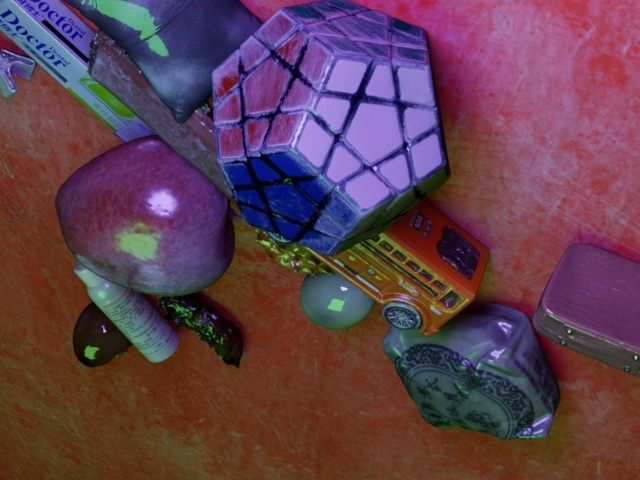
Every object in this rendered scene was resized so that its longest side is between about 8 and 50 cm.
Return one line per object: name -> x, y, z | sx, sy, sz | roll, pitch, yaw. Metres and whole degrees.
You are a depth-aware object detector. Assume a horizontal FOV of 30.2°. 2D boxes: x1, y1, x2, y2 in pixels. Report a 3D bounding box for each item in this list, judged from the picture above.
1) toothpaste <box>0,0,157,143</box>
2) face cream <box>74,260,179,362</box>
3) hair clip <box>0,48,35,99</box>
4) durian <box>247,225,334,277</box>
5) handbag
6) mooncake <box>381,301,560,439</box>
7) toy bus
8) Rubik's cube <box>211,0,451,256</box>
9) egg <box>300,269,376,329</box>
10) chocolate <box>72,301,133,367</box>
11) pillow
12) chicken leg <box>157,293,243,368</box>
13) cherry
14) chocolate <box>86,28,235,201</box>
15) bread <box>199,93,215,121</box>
toothpaste -> -0.357, -0.268, 1.750 | 0.336, 0.067, 0.081 | 43, 142, -21
face cream -> -0.376, 0.125, 2.290 | 0.082, 0.082, 0.269 | -3, 135, 39
hair clip -> -0.555, -0.307, 1.850 | 0.218, 0.071, 0.159 | 41, 148, -11
durian -> 0.005, -0.012, 1.807 | 0.224, 0.140, 0.078 | 17, 134, -17
handbag -> 0.395, 0.090, 1.599 | 0.193, 0.151, 0.072 | 20, 150, 9
mooncake -> 0.247, 0.217, 1.901 | 0.250, 0.136, 0.254 | 0, 137, 42
toy bus -> 0.076, -0.015, 1.710 | 0.329, 0.143, 0.153 | 37, 137, -11
Rubik's cube -> 0.016, -0.140, 1.458 | 0.319, 0.264, 0.319 | 20, 147, 14
egg -> 0.027, 0.085, 1.900 | 0.114, 0.114, 0.152 | 41, 149, -18
chocolate -> -0.434, 0.191, 2.378 | 0.124, 0.133, 0.127 | -16, 129, 44
pillow -> -0.189, -0.287, 1.528 | 0.186, 0.106, 0.250 | -38, 117, 10
chicken leg -> -0.218, 0.161, 2.237 | 0.234, 0.063, 0.105 | 39, 151, -17
cherry -> -0.252, -0.036, 1.760 | 0.308, 0.221, 0.261 | 6, 141, 6
chocolate -> -0.205, -0.169, 1.647 | 0.329, 0.065, 0.102 | 40, 151, 10
bread -> -0.130, -0.196, 1.666 | 0.232, 0.088, 0.128 | 31, 140, 6
